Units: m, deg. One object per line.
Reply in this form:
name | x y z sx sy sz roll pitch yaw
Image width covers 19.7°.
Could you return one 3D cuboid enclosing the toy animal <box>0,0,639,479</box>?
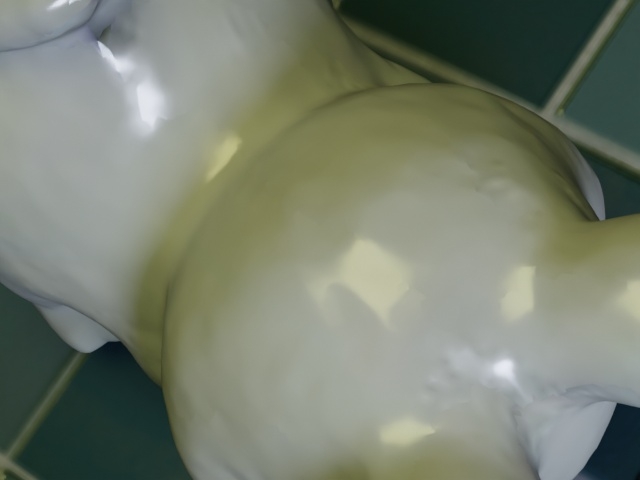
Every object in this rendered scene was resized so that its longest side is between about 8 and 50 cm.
toy animal | 0.002 0.002 0.657 0.367 0.241 0.196 39 86 30
